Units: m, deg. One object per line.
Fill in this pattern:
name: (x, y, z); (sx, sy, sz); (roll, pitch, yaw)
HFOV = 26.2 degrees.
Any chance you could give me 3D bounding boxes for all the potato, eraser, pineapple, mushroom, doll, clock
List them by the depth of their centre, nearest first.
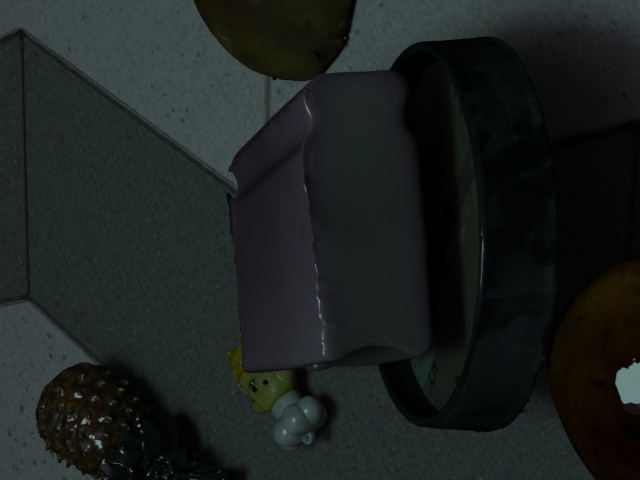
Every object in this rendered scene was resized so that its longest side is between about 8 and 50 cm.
mushroom: (0.382, 0.121, 1.173); (0.345, 0.259, 0.345); (26, 144, 21)
clock: (0.123, -0.005, 1.331); (0.386, 0.076, 0.386); (179, 90, -76)
eraser: (0.000, 0.000, 1.424); (0.359, 0.122, 0.272); (148, 117, -73)
potato: (-0.076, -0.326, 1.563); (0.239, 0.116, 0.299); (21, 112, 44)
doll: (-0.055, 0.184, 1.688); (0.162, 0.062, 0.106); (51, 134, 21)
pineapple: (-0.250, 0.290, 1.839); (0.310, 0.170, 0.141); (31, 147, 30)
